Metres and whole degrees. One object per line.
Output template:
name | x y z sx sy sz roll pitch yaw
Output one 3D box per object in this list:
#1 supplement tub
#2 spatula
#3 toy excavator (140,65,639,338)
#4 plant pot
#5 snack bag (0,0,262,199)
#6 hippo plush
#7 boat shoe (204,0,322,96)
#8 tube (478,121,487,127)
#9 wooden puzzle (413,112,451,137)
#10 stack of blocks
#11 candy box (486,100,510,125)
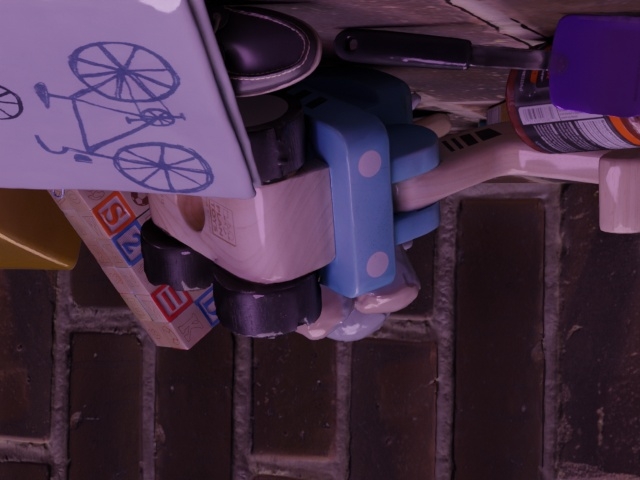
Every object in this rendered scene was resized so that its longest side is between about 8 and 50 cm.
supplement tub | 0.261 -0.132 1.452 0.106 0.106 0.198 2 178 -35
spatula | 0.146 -0.155 1.408 0.297 0.084 0.030 7 -175 27
toy excavator | 0.081 -0.077 1.662 0.445 0.222 0.433 -22 -150 -29
plant pot | -0.428 -0.087 2.106 0.212 0.212 0.187 -1 165 43
snack bag | -0.236 -0.121 1.340 0.343 0.037 0.323 2 155 10
hippo plush | 0.000 0.000 2.005 0.234 0.294 0.236 1 161 0
boat shoe | -0.104 -0.156 1.327 0.206 0.075 0.065 5 -178 7
tube | 0.321 -0.141 2.274 0.207 0.052 0.080 -2 -167 8
wooden puzzle | -0.033 -0.079 2.247 0.322 0.080 0.348 -24 -169 -32
stack of blocks | -0.200 -0.036 2.019 0.171 0.297 0.087 -43 -159 -25
candy box | 0.275 -0.145 2.035 0.109 0.053 0.187 0 180 -6
